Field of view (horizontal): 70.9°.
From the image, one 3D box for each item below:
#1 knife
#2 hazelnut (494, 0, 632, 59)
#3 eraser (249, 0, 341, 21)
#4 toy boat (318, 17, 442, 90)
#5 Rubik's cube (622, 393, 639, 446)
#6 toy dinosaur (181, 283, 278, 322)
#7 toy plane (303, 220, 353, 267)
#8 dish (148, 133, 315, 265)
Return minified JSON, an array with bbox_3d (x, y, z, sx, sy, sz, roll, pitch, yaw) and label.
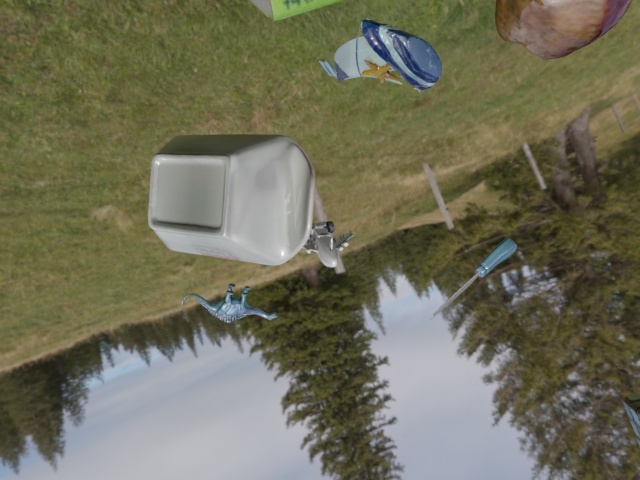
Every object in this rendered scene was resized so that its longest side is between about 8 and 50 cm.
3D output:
[{"bbox_3d":[0.311,0.084,0.925,0.244,0.032,0.058,-41,161,-8],"label":"knife"},{"bbox_3d":[0.150,-0.157,0.277,0.086,0.086,0.086,-21,175,-2],"label":"hazelnut"},{"bbox_3d":[0.001,-0.517,0.860,0.274,0.210,0.092,-21,135,-9],"label":"eraser"},{"bbox_3d":[0.108,-0.385,0.963,0.220,0.067,0.291,25,177,-41],"label":"toy boat"},{"bbox_3d":[0.648,0.344,0.726,0.184,0.182,0.187,-19,173,12],"label":"Rubik's cube"},{"bbox_3d":[-0.181,0.129,0.913,0.198,0.080,0.045,10,-156,-9],"label":"toy dinosaur"},{"bbox_3d":[0.000,0.000,0.890,0.162,0.065,0.171,-5,-159,-18],"label":"toy plane"},{"bbox_3d":[-0.115,-0.052,0.525,0.234,0.154,0.064,6,-176,27],"label":"dish"}]
